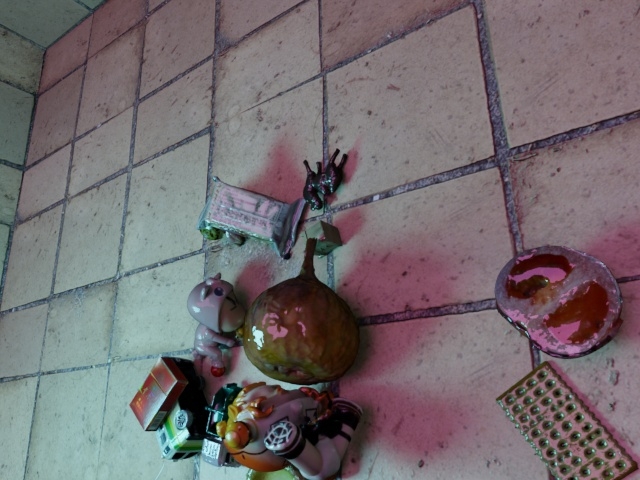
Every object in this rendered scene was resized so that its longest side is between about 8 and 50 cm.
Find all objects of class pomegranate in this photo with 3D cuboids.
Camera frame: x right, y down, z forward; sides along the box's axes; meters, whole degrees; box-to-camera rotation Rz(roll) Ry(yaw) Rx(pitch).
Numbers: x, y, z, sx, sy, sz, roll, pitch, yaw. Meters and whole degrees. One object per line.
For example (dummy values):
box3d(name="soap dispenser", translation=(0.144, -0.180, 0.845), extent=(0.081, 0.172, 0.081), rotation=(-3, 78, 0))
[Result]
box3d(name="pomegranate", translation=(-0.307, -0.055, 1.647), extent=(0.163, 0.125, 0.138), rotation=(34, 61, 30))

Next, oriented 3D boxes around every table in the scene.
box3d(name="table", translation=(0.000, 0.000, 1.420), extent=(0.083, 0.079, 0.062), rotation=(-32, 56, 28))

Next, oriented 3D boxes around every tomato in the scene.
box3d(name="tomato", translation=(0.460, 0.120, 1.003), extent=(0.199, 0.112, 0.228), rotation=(-43, 53, 9))

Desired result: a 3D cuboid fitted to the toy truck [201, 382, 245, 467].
box3d(name="toy truck", translation=(-0.257, 0.501, 1.424), extent=(0.110, 0.116, 0.216), rotation=(2, 76, 38))

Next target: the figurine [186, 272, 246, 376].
box3d(name="figurine", translation=(-0.305, 0.245, 1.551), extent=(0.186, 0.176, 0.287), rotation=(10, 99, -1))

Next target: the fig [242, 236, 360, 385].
box3d(name="fig", translation=(-0.030, 0.159, 1.291), extent=(0.286, 0.286, 0.368), rotation=(-6, 58, 36))

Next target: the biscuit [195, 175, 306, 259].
box3d(name="biscuit", translation=(-0.210, -0.072, 1.546), extent=(0.309, 0.079, 0.186), rotation=(16, 86, 8))

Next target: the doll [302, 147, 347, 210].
box3d(name="doll", translation=(0.006, -0.167, 1.487), extent=(0.139, 0.057, 0.165), rotation=(-10, 69, 34))

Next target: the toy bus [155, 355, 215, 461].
box3d(name="toy bus", translation=(-0.418, 0.494, 1.540), extent=(0.165, 0.134, 0.276), rotation=(-46, 52, 14))

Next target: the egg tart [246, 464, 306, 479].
box3d(name="egg tart", translation=(-0.099, 0.621, 1.289), extent=(0.197, 0.078, 0.197), rotation=(-11, 70, 33))

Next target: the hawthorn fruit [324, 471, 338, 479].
box3d(name="hawthorn fruit", translation=(0.012, 0.518, 1.241), extent=(0.081, 0.081, 0.093), rotation=(10, 63, 39))

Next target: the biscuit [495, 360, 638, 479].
box3d(name="biscuit", translation=(0.453, 0.360, 0.989), extent=(0.139, 0.016, 0.231), rotation=(-45, 54, 16))

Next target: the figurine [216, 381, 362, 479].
box3d(name="figurine", translation=(-0.092, 0.435, 1.208), extent=(0.323, 0.320, 0.196), rotation=(-6, 87, 46))

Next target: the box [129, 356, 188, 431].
box3d(name="box", translation=(-0.457, 0.432, 1.474), extent=(0.112, 0.048, 0.175), rotation=(36, 96, 39))
